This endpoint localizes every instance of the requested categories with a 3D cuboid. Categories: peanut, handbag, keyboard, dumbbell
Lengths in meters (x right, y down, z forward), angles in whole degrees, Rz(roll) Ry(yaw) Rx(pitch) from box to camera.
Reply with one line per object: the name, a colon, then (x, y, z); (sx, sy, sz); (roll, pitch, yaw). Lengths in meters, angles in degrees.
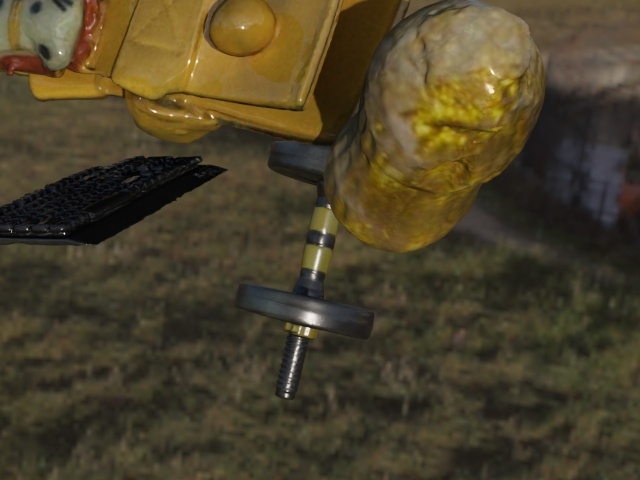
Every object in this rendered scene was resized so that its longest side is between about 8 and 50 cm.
peanut: (0.055, -0.057, 0.798); (0.087, 0.087, 0.207); (3, -21, -12)
handbag: (-0.122, -0.215, 0.965); (0.401, 0.283, 0.133); (15, -8, 28)
keyboard: (-0.109, -0.022, 0.782); (0.074, 0.015, 0.196); (-3, 12, 16)
dumbbell: (0.000, 0.000, 1.587); (0.143, 0.325, 0.143); (13, -2, 1)
